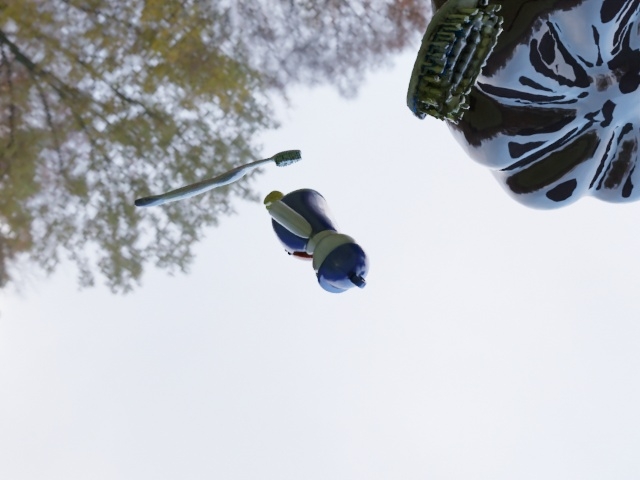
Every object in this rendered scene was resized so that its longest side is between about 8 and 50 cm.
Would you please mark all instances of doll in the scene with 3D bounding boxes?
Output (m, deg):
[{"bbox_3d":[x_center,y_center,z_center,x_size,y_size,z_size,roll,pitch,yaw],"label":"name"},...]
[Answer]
[{"bbox_3d":[0.000,0.000,0.783,0.057,0.099,0.143,-53,-137,8],"label":"doll"}]

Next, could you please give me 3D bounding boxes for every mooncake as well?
[{"bbox_3d":[0.230,-0.162,0.791,0.306,0.306,0.154,-32,-135,20],"label":"mooncake"}]

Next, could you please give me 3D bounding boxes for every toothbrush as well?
[{"bbox_3d":[0.144,-0.250,0.486,0.042,0.035,0.413,34,-80,59],"label":"toothbrush"},{"bbox_3d":[-0.156,-0.094,1.444,0.269,0.021,0.027,-18,-146,-5],"label":"toothbrush"}]
